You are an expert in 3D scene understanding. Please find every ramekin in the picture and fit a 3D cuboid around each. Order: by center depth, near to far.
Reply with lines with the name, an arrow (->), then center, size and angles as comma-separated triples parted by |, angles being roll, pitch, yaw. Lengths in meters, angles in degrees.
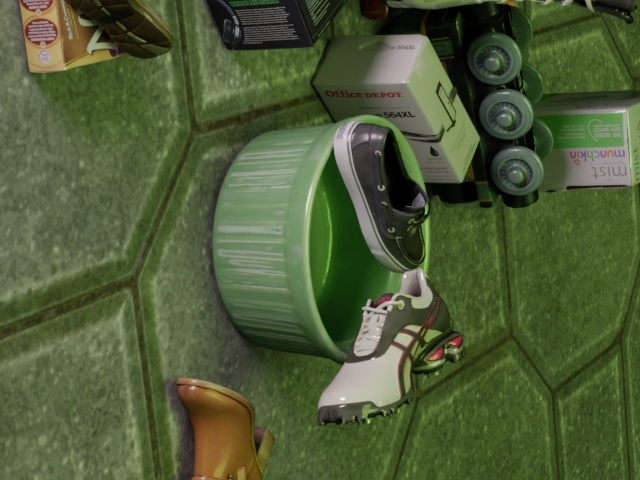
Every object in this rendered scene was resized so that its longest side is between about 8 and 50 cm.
ramekin -> 0.000, 0.000, 1.945 | 0.303, 0.148, 0.304 | -5, 96, -58

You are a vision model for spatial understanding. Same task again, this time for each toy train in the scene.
toy train -> 0.213, -0.193, 2.246 | 0.142, 0.190, 0.334 | -64, 144, -54

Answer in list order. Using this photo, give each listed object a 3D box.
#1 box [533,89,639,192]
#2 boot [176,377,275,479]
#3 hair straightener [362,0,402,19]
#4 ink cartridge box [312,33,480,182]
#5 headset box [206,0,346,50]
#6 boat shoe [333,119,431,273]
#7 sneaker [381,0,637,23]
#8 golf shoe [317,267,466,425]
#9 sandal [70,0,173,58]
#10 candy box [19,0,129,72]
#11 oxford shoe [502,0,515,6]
box -> 0.396, -0.155, 2.478 | 0.231, 0.261, 0.127 | -20, 108, -56
boot -> -0.125, 0.256, 1.830 | 0.197, 0.073, 0.152 | 50, 54, -44
hair straightener -> 0.082, -0.417, 2.171 | 0.089, 0.047, 0.231 | -19, 103, -57
ink cartridge box -> 0.100, -0.171, 2.102 | 0.203, 0.148, 0.086 | 55, 49, -43
headset box -> -0.055, -0.406, 1.855 | 0.246, 0.131, 0.283 | -58, 137, -39
boat shoe -> 0.090, -0.049, 1.871 | 0.080, 0.076, 0.229 | -58, 137, -39
sneaker -> 0.273, -0.366, 2.038 | 0.447, 0.257, 0.169 | -27, 133, -51
golf shoe -> 0.065, 0.129, 1.841 | 0.273, 0.105, 0.120 | -35, 111, -55
sandal -> -0.203, -0.248, 1.586 | 0.180, 0.072, 0.049 | 49, 37, -49
candy box -> -0.254, -0.269, 1.611 | 0.109, 0.053, 0.187 | -24, 110, -56
oxford shoe -> 0.189, -0.402, 2.262 | 0.133, 0.130, 0.364 | -49, 131, -38
